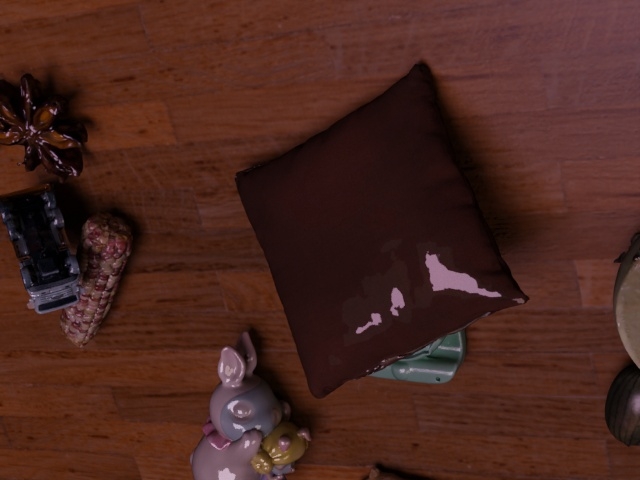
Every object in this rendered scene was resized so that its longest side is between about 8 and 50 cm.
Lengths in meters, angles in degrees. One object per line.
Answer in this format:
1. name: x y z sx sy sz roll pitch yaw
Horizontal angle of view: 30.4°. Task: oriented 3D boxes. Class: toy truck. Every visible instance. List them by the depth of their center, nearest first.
1. toy truck: -0.377 0.022 1.603 0.115 0.080 0.178 95 155 -51

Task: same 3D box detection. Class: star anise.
1. star anise: -0.413 -0.157 1.597 0.233 0.073 0.177 8 133 19

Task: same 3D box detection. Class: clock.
1. clock: 0.100 0.086 1.478 0.148 0.060 0.189 2 115 26

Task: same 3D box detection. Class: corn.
1. corn: -0.321 0.061 1.664 0.079 0.079 0.237 31 126 9

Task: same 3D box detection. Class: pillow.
1. pillow: 0.056 -0.007 1.379 0.307 0.108 0.306 -29 76 30

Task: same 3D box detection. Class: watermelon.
1. watermelon: 0.376 0.195 1.389 0.078 0.078 0.111 21 124 15

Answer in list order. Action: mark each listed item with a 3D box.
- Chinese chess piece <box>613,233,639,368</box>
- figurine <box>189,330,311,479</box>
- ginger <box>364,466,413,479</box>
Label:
1. Chinese chess piece: 0.435 0.066 1.282 0.237 0.092 0.238 12 121 21
2. figurine: -0.095 0.256 1.628 0.155 0.127 0.236 34 125 29
3. ginger: 0.173 0.377 1.589 0.288 0.075 0.089 15 99 24
